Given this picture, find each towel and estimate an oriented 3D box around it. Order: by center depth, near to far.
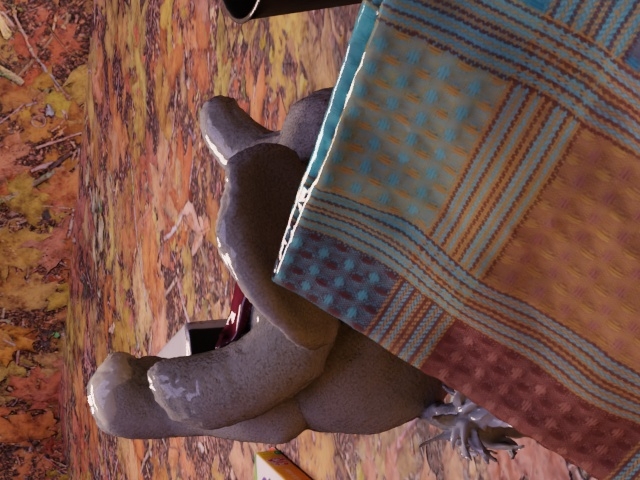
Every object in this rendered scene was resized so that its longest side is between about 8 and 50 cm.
[{"bbox_3d":[0.128,-0.027,0.510,0.040,0.271,0.370,-52,-10,-40],"label":"towel"}]

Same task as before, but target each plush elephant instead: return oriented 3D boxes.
[{"bbox_3d":[0.000,0.000,0.813,0.330,0.272,0.255,10,118,41],"label":"plush elephant"}]

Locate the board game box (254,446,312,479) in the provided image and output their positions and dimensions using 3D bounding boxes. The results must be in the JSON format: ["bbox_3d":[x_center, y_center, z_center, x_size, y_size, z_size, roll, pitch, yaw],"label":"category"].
[{"bbox_3d":[-0.026,0.310,1.238,0.259,0.039,0.124,-162,71,-72],"label":"board game box"}]

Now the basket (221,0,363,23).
[{"bbox_3d":[0.065,-0.220,0.639,0.154,0.227,0.204,-151,60,-67],"label":"basket"}]

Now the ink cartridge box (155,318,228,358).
[{"bbox_3d":[-0.086,0.142,1.173,0.371,0.176,0.069,141,123,-66],"label":"ink cartridge box"}]
